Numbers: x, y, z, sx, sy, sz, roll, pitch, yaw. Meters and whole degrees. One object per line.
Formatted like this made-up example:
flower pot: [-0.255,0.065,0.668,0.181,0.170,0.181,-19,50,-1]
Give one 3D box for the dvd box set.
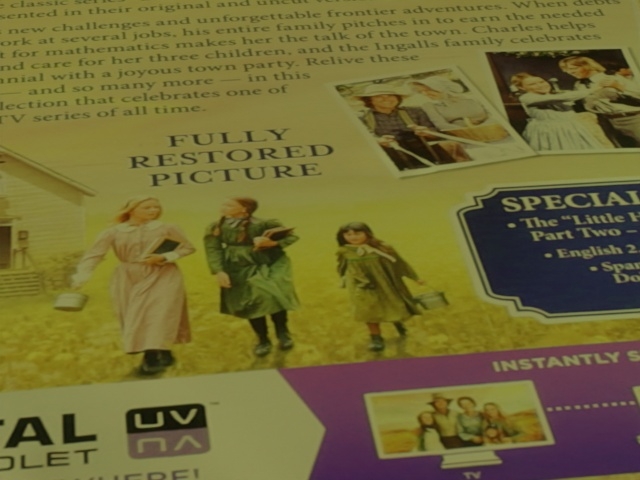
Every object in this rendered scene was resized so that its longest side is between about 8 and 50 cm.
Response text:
dvd box set: [0.000,0.000,0.485,0.308,0.062,0.420,-4,33,-7]
